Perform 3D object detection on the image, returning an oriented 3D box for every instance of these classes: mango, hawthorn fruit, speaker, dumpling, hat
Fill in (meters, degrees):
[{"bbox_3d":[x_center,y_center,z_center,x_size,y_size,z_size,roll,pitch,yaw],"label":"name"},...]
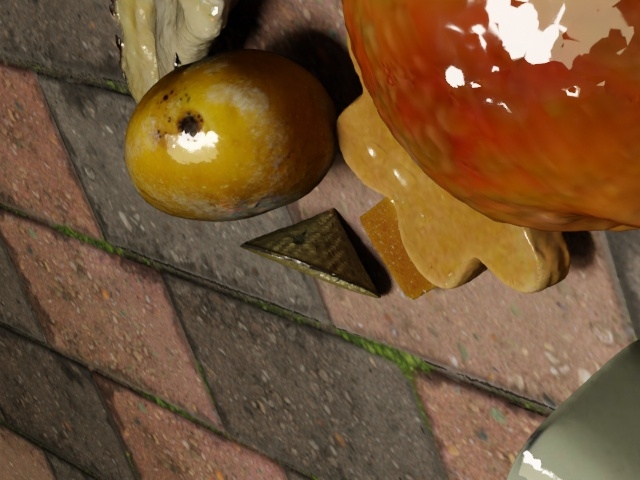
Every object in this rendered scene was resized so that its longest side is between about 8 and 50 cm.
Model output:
[{"bbox_3d":[-0.081,-0.089,1.734,0.316,0.193,0.146,136,125,-86],"label":"mango"},{"bbox_3d":[0.200,-0.197,0.922,0.403,0.403,0.402,42,151,30],"label":"hawthorn fruit"},{"bbox_3d":[0.255,0.281,1.562,0.184,0.183,0.406,39,149,25],"label":"speaker"},{"bbox_3d":[-0.135,-0.212,1.812,0.166,0.086,0.332,68,158,12],"label":"dumpling"},{"bbox_3d":[0.000,0.000,1.845,0.146,0.067,0.146,20,176,1],"label":"hat"}]

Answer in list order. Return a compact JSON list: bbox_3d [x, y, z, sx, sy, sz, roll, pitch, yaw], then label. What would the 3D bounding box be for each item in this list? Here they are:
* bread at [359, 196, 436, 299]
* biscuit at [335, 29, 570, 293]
[{"bbox_3d":[0.083,0.000,1.716,0.094,0.035,0.090,58,154,1],"label":"bread"},{"bbox_3d":[0.123,-0.093,1.514,0.275,0.052,0.355,55,151,11],"label":"biscuit"}]
